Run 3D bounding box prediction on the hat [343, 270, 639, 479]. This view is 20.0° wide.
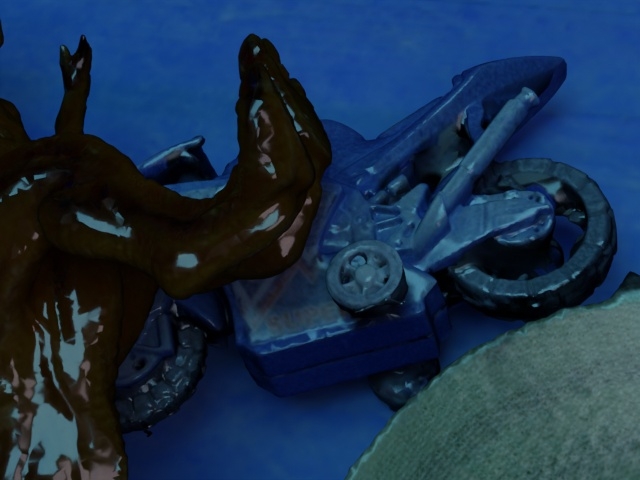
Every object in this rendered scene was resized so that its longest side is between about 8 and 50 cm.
[{"bbox_3d":[0.114,0.144,0.516,0.252,0.110,0.252,-2,61,4],"label":"hat"}]

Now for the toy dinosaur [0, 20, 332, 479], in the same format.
[{"bbox_3d":[-0.081,0.024,0.561,0.208,0.097,0.432,-27,54,15],"label":"toy dinosaur"}]

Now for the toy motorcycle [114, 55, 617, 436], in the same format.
[{"bbox_3d":[0.000,0.000,0.641,0.205,0.076,0.114,-17,54,5],"label":"toy motorcycle"}]
